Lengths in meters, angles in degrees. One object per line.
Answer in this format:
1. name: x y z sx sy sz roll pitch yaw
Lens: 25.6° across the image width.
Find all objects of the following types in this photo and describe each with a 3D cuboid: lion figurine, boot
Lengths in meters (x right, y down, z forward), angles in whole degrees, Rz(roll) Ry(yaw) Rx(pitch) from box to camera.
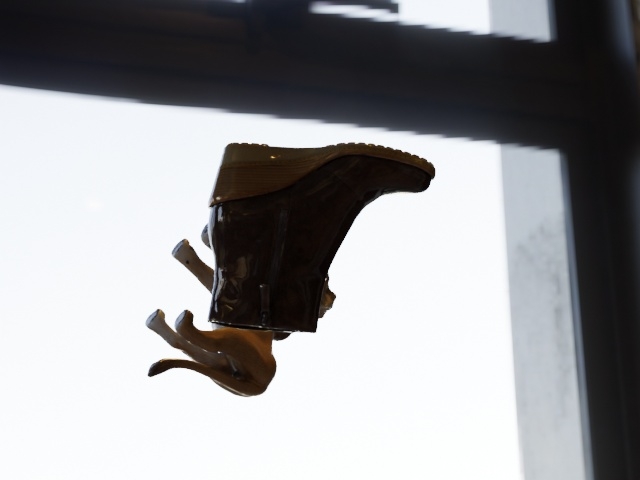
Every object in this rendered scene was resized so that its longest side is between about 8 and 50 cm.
1. lion figurine: -0.106 0.117 1.957 0.240 0.392 0.142 42 -53 -19
2. boot: 0.000 0.000 1.533 0.249 0.206 0.090 2 -11 0
